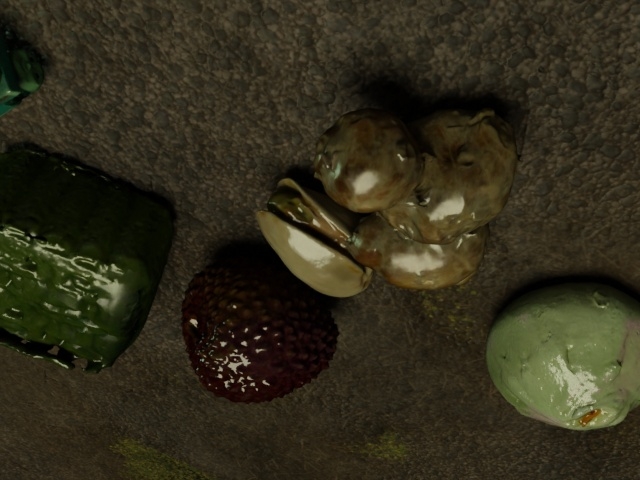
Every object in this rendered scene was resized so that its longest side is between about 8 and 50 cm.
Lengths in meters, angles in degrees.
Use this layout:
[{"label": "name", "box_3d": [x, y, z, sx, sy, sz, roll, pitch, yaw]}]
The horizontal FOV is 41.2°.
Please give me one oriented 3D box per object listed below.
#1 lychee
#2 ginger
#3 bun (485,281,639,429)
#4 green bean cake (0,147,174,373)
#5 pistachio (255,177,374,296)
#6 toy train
[{"label": "lychee", "box_3d": [-0.096, 0.151, 1.422, 0.271, 0.271, 0.271, 10, 139, 8]}, {"label": "ginger", "box_3d": [0.141, -0.045, 1.155, 0.256, 0.176, 0.375, -16, 146, 3]}, {"label": "bun", "box_3d": [0.402, 0.211, 1.346, 0.293, 0.187, 0.293, 11, 142, 8]}, {"label": "green bean cake", "box_3d": [-0.436, 0.042, 1.422, 0.335, 0.218, 0.319, 18, 140, -4]}, {"label": "pistachio", "box_3d": [0.000, 0.000, 1.290, 0.215, 0.144, 0.144, 42, 134, -17]}, {"label": "toy train", "box_3d": [-0.535, -0.195, 1.225, 0.298, 0.194, 0.120, -23, 84, 28]}]
